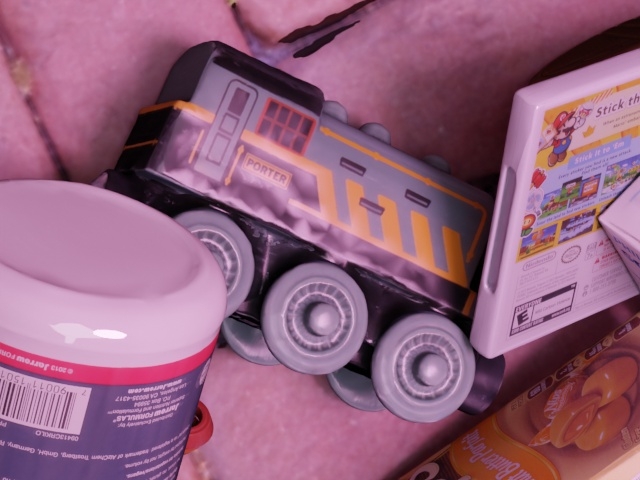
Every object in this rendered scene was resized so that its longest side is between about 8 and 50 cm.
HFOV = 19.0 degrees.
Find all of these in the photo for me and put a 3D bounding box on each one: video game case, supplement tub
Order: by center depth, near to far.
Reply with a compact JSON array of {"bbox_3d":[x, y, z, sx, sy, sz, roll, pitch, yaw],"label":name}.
[{"bbox_3d":[-0.178,0.116,1.193,0.191,0.191,0.272,10,115,-16],"label":"supplement tub"},{"bbox_3d":[0.205,-0.039,1.301,0.227,0.026,0.206,-20,134,-32],"label":"video game case"}]

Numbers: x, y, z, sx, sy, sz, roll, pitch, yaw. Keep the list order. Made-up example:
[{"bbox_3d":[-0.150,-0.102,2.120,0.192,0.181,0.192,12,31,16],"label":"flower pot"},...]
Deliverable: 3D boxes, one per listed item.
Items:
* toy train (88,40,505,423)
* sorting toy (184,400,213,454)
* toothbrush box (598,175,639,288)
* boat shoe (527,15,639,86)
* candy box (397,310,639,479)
[{"bbox_3d":[0.000,0.000,1.336,0.334,0.142,0.190,25,82,-17],"label":"toy train"},{"bbox_3d":[-0.128,0.137,1.366,0.102,0.061,0.042,10,130,-9],"label":"sorting toy"},{"bbox_3d":[0.350,0.011,1.359,0.216,0.126,0.295,-46,142,-4],"label":"toothbrush box"},{"bbox_3d":[0.318,-0.125,1.403,0.341,0.121,0.110,-17,102,-13],"label":"boat shoe"},{"bbox_3d":[0.133,0.197,1.325,0.316,0.183,0.087,-36,106,13],"label":"candy box"}]
